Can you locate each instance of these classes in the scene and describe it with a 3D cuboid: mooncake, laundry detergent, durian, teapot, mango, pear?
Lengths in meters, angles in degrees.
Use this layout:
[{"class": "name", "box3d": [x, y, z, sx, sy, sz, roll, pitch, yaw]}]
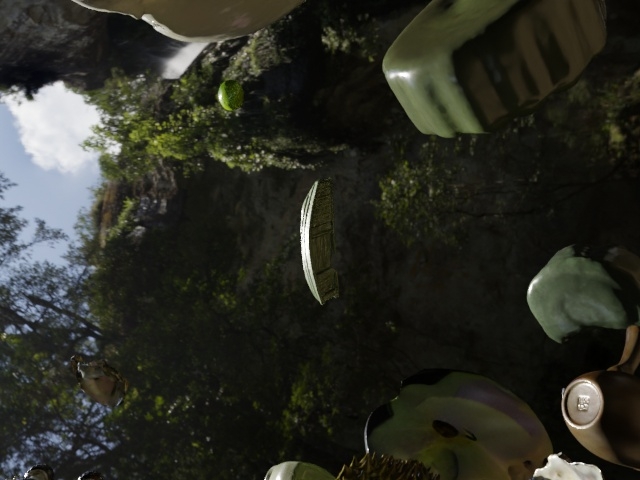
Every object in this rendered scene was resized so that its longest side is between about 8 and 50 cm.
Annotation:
[{"class": "mooncake", "box3d": [0.417, 0.086, 0.745, 0.104, 0.175, 0.168, -25, -57, -46]}, {"class": "laundry detergent", "box3d": [-0.062, 0.674, 1.324, 0.181, 0.253, 0.091, 31, -128, -15]}, {"class": "mooncake", "box3d": [0.287, -0.326, 0.825, 0.187, 0.352, 0.351, 51, -120, -30]}, {"class": "durian", "box3d": [0.099, 0.419, 0.728, 0.306, 0.172, 0.166, -21, -46, -47]}, {"class": "teapot", "box3d": [0.232, 0.119, 0.386, 0.080, 0.085, 0.110, 22, -113, -13]}, {"class": "mango", "box3d": [-0.250, -0.410, 1.364, 0.074, 0.108, 0.056, 31, -121, -9]}, {"class": "pear", "box3d": [0.295, 0.489, 1.091, 0.399, 0.399, 0.165, -30, -53, -40]}]

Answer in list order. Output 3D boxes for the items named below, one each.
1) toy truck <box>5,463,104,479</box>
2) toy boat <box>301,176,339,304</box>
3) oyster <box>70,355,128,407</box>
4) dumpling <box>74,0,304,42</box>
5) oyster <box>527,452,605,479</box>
[{"class": "toy truck", "box3d": [-0.595, 0.600, 1.122, 0.286, 0.136, 0.111, 15, -99, -10]}, {"class": "toy boat", "box3d": [0.000, 0.000, 1.114, 0.093, 0.055, 0.292, -20, -66, -45]}, {"class": "oyster", "box3d": [-0.571, 0.353, 1.266, 0.163, 0.191, 0.081, -55, -4, 35]}, {"class": "dumpling", "box3d": [-0.101, -0.283, 0.355, 0.341, 0.181, 0.260, -38, -74, -27]}, {"class": "oyster", "box3d": [0.339, 0.450, 0.698, 0.271, 0.101, 0.275, 82, -151, -78]}]
